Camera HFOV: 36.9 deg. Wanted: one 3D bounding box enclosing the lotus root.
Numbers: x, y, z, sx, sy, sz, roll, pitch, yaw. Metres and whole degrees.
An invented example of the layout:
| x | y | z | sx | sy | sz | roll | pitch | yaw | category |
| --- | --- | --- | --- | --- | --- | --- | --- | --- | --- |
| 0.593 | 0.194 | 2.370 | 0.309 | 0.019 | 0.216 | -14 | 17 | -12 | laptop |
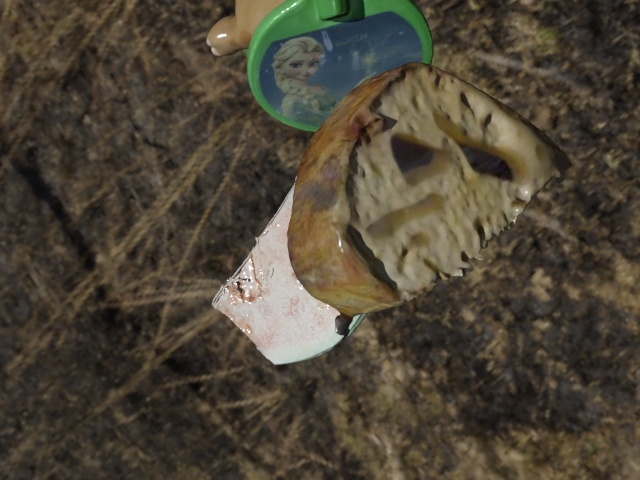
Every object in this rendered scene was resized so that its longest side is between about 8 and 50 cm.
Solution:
| x | y | z | sx | sy | sz | roll | pitch | yaw | category |
| --- | --- | --- | --- | --- | --- | --- | --- | --- | --- |
| 0.078 | -0.050 | 0.751 | 0.170 | 0.261 | 0.074 | 53 | 148 | -9 | lotus root |

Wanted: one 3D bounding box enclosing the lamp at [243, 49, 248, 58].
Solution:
| x | y | z | sx | sy | sz | roll | pitch | yaw | category |
| --- | --- | --- | --- | --- | --- | --- | --- | --- | --- |
| -0.045 | -0.437 | 2.058 | 0.250 | 0.250 | 0.284 | 55 | 173 | 0 | lamp |

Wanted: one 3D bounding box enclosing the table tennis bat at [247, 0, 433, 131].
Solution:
| x | y | z | sx | sy | sz | roll | pitch | yaw | category |
| --- | --- | --- | --- | --- | --- | --- | --- | --- | --- |
| 0.012 | -0.178 | 0.783 | 0.257 | 0.161 | 0.039 | 78 | -179 | -53 | table tennis bat |

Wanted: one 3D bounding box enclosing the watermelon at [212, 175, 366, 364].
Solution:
| x | y | z | sx | sy | sz | roll | pitch | yaw | category |
| --- | --- | --- | --- | --- | --- | --- | --- | --- | --- |
| 0.000 | 0.000 | 1.198 | 0.305 | 0.180 | 0.224 | -58 | 35 | 30 | watermelon |

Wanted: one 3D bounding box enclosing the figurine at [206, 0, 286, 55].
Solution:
| x | y | z | sx | sy | sz | roll | pitch | yaw | category |
| --- | --- | --- | --- | --- | --- | --- | --- | --- | --- |
| -0.029 | -0.341 | 1.149 | 0.247 | 0.177 | 0.173 | 2 | 128 | 42 | figurine |
